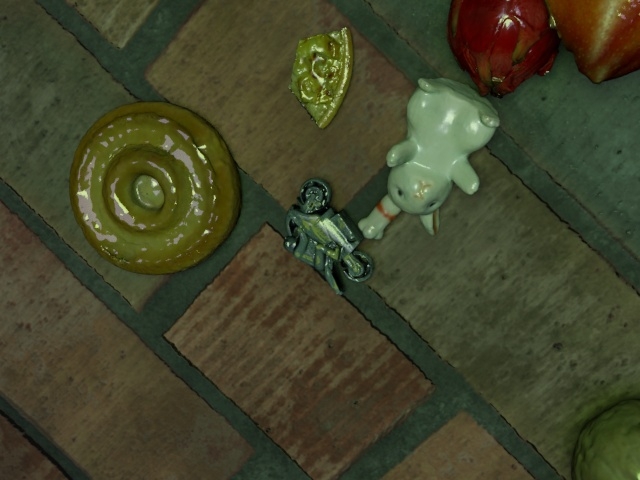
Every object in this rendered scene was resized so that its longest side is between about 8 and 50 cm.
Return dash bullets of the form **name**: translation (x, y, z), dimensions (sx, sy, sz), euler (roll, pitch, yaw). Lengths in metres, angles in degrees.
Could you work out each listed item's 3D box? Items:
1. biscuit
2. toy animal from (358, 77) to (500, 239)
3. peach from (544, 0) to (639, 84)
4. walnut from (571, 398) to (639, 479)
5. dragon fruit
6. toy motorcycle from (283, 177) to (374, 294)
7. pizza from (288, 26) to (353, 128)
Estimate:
- **biscuit**: translation (-0.280, -0.084, 1.076), dimensions (0.296, 0.102, 0.296), euler (1, 99, 9)
- **toy animal**: translation (0.161, -0.102, 0.973), dimensions (0.141, 0.138, 0.282), euler (23, 105, 0)
- **peach**: translation (0.402, -0.368, 0.775), dimensions (0.258, 0.201, 0.361), euler (24, 70, -30)
- **walnut**: translation (0.499, 0.363, 0.959), dimensions (0.248, 0.248, 0.248), euler (2, 101, 10)
- **dragon fruit**: translation (0.262, -0.309, 0.898), dimensions (0.172, 0.172, 0.209), euler (10, 88, 8)
- **toy motorcycle**: translation (0.000, 0.000, 1.061), dimensions (0.124, 0.061, 0.193), euler (-28, 97, 23)
- **pizza**: translation (-0.001, -0.261, 1.023), dimensions (0.099, 0.036, 0.160), euler (18, 103, 6)
